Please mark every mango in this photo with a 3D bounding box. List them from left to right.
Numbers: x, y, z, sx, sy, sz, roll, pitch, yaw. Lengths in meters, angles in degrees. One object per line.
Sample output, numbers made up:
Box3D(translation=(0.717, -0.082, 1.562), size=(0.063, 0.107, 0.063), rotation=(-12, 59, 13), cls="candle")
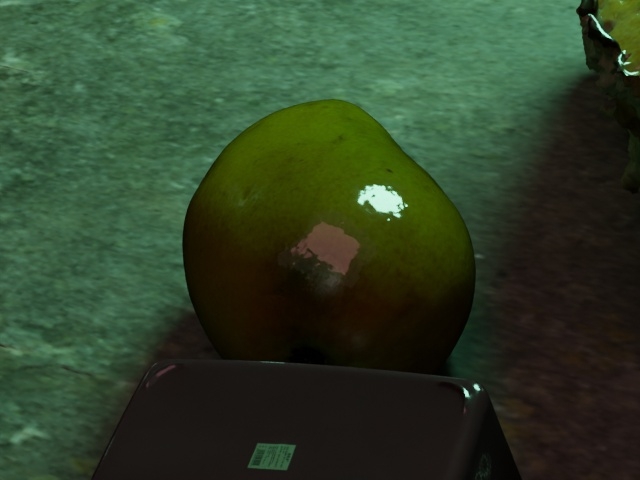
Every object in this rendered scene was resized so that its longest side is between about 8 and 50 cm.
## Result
Box3D(translation=(0.000, 0.000, 1.449), size=(0.211, 0.173, 0.317), rotation=(-18, 33, 1), cls="mango")

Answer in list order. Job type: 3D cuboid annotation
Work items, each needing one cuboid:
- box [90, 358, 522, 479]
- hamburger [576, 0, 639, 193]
Box3D(translation=(-0.007, 0.190, 1.238), size=(0.294, 0.167, 0.193), rotation=(2, 46, 23), cls="box")
Box3D(translation=(0.329, -0.182, 1.440), size=(0.287, 0.268, 0.445), rotation=(-12, 36, 12), cls="hamburger")
